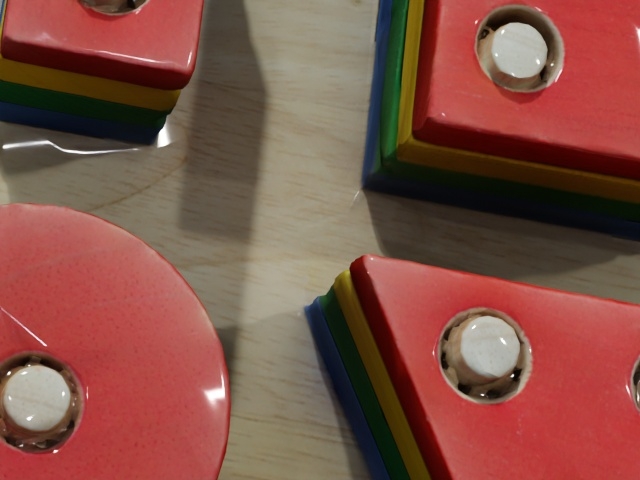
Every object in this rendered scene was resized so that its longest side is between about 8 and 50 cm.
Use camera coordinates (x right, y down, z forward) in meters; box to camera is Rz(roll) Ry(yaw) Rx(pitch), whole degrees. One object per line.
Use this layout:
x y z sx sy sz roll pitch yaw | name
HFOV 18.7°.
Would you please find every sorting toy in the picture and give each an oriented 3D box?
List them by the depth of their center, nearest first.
0.000 0.000 0.482 0.257 0.255 0.089 10 -16 -11 | sorting toy
